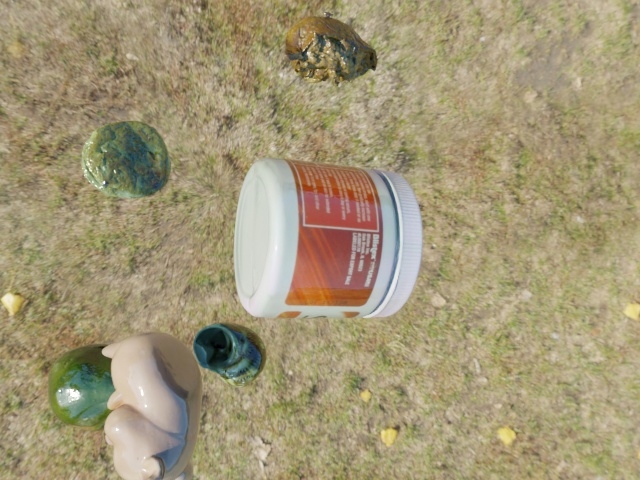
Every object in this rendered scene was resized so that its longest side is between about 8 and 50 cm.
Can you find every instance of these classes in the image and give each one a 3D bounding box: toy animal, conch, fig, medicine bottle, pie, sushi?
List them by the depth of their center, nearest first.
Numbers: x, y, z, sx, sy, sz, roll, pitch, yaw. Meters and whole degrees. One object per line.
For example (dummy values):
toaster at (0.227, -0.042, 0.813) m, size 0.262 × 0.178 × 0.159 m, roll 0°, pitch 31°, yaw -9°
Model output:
sushi at (0.010, -0.181, 0.510) m, size 0.118 × 0.061 × 0.060 m, roll -17°, pitch 65°, yaw -28°
medicine bottle at (0.000, 0.000, 0.850) m, size 0.241 × 0.252 × 0.252 m, roll 3°, pitch 95°, yaw -21°
toy animal at (-0.271, 0.274, 0.862) m, size 0.154 × 0.166 × 0.250 m, roll -18°, pitch 68°, yaw 18°
fig at (-0.460, 0.307, 1.118) m, size 0.245 × 0.195 × 0.195 m, roll -17°, pitch 101°, yaw 35°
conch at (-0.238, 0.308, 1.405) m, size 0.187 × 0.124 × 0.181 m, roll -6°, pitch 81°, yaw -7°
pie at (-0.616, -0.262, 1.680) m, size 0.277 × 0.078 × 0.277 m, roll 9°, pitch 71°, yaw -27°
